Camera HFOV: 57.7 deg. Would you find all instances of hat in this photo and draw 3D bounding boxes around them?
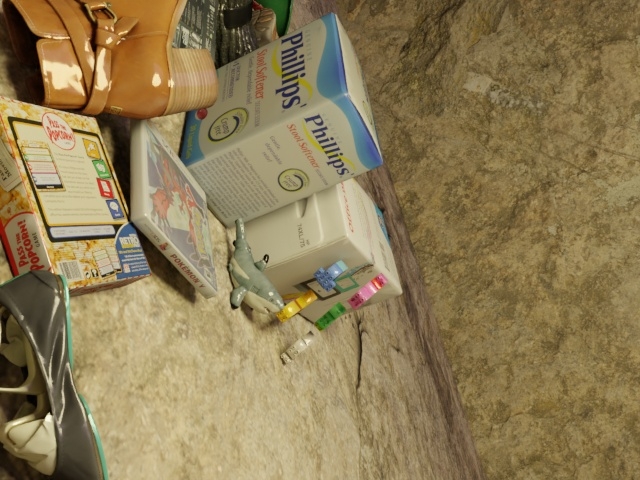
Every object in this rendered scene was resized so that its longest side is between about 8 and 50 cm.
[{"bbox_3d":[-0.183,-0.664,1.632,0.208,0.184,0.172,123,-34,-58],"label":"hat"}]

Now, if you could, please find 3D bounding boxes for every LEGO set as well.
[{"bbox_3d":[-0.011,0.112,0.937,0.087,0.227,0.093,50,26,7],"label":"LEGO set"}]

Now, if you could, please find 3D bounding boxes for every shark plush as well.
[{"bbox_3d":[-0.105,0.044,0.929,0.073,0.067,0.161,38,35,-59],"label":"shark plush"}]

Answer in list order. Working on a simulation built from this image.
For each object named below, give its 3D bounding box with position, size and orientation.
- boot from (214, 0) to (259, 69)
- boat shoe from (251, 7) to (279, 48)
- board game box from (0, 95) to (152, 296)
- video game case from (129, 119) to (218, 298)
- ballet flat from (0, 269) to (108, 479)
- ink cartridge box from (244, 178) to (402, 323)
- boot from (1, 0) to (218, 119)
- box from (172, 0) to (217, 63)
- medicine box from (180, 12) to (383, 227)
[{"bbox_3d":[-0.163,-0.516,1.157,0.347,0.131,0.260,-63,151,-43],"label":"boot"},{"bbox_3d":[-0.143,-0.423,1.326,0.324,0.123,0.116,-94,168,-44],"label":"boat shoe"},{"bbox_3d":[-0.261,-0.040,0.594,0.193,0.045,0.147,70,17,4],"label":"board game box"},{"bbox_3d":[-0.193,-0.048,0.771,0.183,0.023,0.201,61,10,-50],"label":"video game case"},{"bbox_3d":[-0.230,0.125,0.472,0.074,0.074,0.203,1,74,-72],"label":"ballet flat"},{"bbox_3d":[0.000,0.000,1.081,0.270,0.197,0.198,44,30,-53],"label":"ink cartridge box"},{"bbox_3d":[-0.268,-0.272,0.701,0.220,0.109,0.283,-14,82,-41],"label":"boot"},{"bbox_3d":[-0.249,-0.359,0.902,0.183,0.059,0.232,30,45,-44],"label":"box"},{"bbox_3d":[-0.066,-0.202,0.967,0.149,0.290,0.263,53,22,-41],"label":"medicine box"}]
